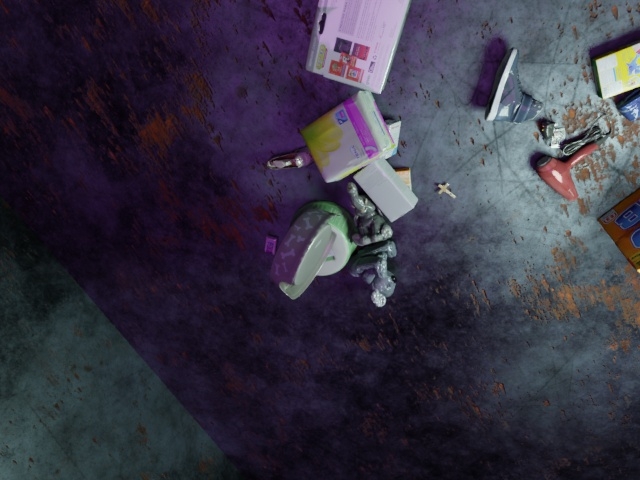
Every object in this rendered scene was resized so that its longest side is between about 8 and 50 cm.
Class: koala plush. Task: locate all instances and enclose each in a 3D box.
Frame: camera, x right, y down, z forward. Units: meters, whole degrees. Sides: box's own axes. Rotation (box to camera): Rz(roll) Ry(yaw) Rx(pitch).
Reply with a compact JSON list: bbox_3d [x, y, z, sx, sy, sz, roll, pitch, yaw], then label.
[{"bbox_3d":[0.238,0.147,1.755,0.203,0.196,0.221,-16,114,34],"label":"koala plush"}]

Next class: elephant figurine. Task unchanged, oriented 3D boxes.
[{"bbox_3d":[0.188,-0.110,1.643,0.170,0.186,0.239,-15,86,-15],"label":"elephant figurine"}]

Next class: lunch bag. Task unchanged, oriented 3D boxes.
[{"bbox_3d":[0.987,-0.431,1.304,0.065,0.067,0.098,43,118,-12],"label":"lunch bag"}]

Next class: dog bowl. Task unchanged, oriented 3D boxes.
[{"bbox_3d":[-0.055,0.037,1.504,0.102,0.349,0.348,29,122,12],"label":"dog bowl"}]

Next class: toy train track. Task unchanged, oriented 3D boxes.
[{"bbox_3d":[0.481,-0.189,1.598,0.083,0.014,0.048,34,114,-13],"label":"toy train track"}]

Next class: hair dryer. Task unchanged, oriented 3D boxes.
[{"bbox_3d":[0.856,-0.268,1.421,0.224,0.080,0.293,0,119,13],"label":"hair dryer"}]

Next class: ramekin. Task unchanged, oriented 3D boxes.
[{"bbox_3d":[0.000,0.000,1.743,0.304,0.148,0.303,6,120,11],"label":"ramekin"}]

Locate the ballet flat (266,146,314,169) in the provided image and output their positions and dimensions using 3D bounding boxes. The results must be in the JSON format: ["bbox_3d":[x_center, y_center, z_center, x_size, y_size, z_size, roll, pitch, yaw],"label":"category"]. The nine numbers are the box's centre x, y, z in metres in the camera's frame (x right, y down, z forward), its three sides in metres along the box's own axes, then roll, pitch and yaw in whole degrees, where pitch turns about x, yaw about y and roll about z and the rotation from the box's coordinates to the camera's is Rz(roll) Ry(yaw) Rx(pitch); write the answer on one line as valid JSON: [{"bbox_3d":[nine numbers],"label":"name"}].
[{"bbox_3d":[-0.110,-0.311,1.639,0.222,0.079,0.076,-8,115,17],"label":"ballet flat"}]

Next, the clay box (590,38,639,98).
[{"bbox_3d":[0.957,-0.533,1.264,0.222,0.053,0.127,-18,113,21],"label":"clay box"}]

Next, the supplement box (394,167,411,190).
[{"bbox_3d":[0.314,-0.224,1.605,0.062,0.036,0.098,-3,118,17],"label":"supplement box"}]

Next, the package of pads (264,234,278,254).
[{"bbox_3d":[-0.221,0.017,1.876,0.050,0.032,0.083,17,121,8],"label":"package of pads"}]

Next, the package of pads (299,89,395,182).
[{"bbox_3d":[0.095,-0.358,1.494,0.297,0.101,0.229,-22,97,39],"label":"package of pads"}]

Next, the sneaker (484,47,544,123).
[{"bbox_3d":[0.643,-0.490,1.348,0.164,0.086,0.226,11,119,6],"label":"sneaker"}]

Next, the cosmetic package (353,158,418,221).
[{"bbox_3d":[0.246,-0.197,1.577,0.231,0.085,0.117,49,128,-9],"label":"cosmetic package"}]

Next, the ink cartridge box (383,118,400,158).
[{"bbox_3d":[0.241,-0.368,1.510,0.052,0.089,0.122,23,124,28],"label":"ink cartridge box"}]

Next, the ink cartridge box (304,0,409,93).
[{"bbox_3d":[0.119,-0.673,1.352,0.272,0.130,0.309,19,121,5],"label":"ink cartridge box"}]

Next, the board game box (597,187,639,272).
[{"bbox_3d":[1.210,-0.005,1.317,0.357,0.356,0.356,36,121,-7],"label":"board game box"}]
